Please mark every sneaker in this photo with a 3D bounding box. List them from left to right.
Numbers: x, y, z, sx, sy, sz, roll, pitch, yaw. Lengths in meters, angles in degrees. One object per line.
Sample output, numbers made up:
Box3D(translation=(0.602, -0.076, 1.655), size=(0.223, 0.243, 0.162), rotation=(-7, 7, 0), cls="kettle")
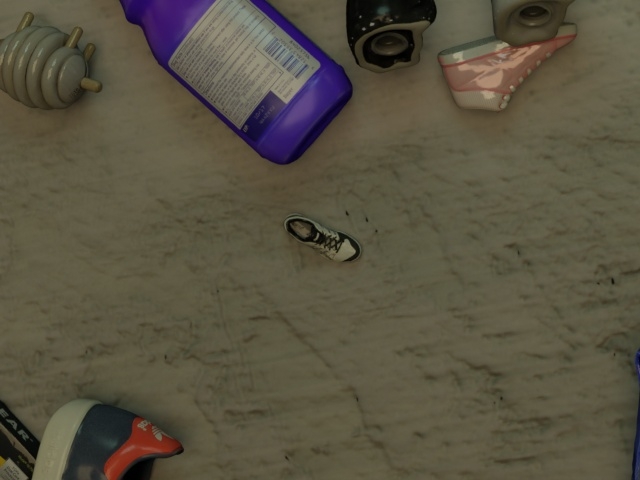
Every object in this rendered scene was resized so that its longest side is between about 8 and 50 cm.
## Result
Box3D(translation=(-0.221, 0.339, 1.306), size=(0.148, 0.131, 0.350), rotation=(13, 95, 11), cls="sneaker")
Box3D(translation=(0.000, 0.000, 1.305), size=(0.083, 0.037, 0.032), rotation=(23, 94, 4), cls="sneaker")
Box3D(translation=(0.184, -0.163, 1.266), size=(0.134, 0.051, 0.070), rotation=(-15, 103, 3), cls="sneaker")

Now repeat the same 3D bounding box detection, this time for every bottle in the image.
Box3D(translation=(-0.103, -0.200, 1.279), size=(0.283, 0.092, 0.118), rotation=(41, 99, 4), cls="bottle")

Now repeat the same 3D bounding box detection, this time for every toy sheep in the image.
Box3D(translation=(-0.271, -0.171, 1.308), size=(0.132, 0.091, 0.091), rotation=(18, 96, 25), cls="toy sheep")

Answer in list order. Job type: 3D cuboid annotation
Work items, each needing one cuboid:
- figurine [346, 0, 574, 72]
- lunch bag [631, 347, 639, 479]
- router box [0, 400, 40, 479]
Box3D(translation=(0.121, -0.282, 1.233), size=(0.215, 0.092, 0.209), rotation=(-10, 68, 7), cls="figurine")
Box3D(translation=(0.405, 0.183, 1.224), size=(0.243, 0.115, 0.303), rotation=(7, 95, 10), cls="lunch bag")
Box3D(translation=(-0.380, 0.213, 1.364), size=(0.179, 0.046, 0.133), rotation=(45, 98, 3), cls="router box")
